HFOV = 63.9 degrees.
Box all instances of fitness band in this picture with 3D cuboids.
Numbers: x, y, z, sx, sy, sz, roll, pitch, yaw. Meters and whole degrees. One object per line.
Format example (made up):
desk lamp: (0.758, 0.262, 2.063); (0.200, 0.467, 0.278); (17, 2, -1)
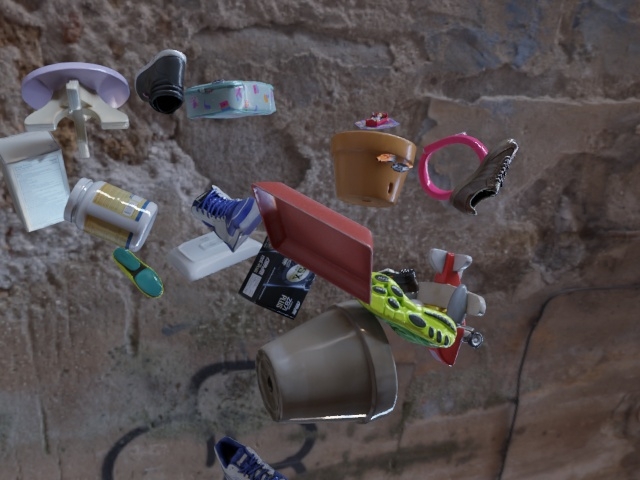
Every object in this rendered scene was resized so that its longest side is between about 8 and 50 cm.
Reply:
fitness band: (0.453, -0.250, 1.766); (0.291, 0.054, 0.209); (-15, -86, 52)

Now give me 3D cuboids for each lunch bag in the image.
lunch bag: (-0.296, -0.453, 1.662); (0.279, 0.224, 0.107); (-24, 114, -60)

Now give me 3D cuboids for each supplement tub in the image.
supplement tub: (-0.549, -0.069, 1.353); (0.144, 0.200, 0.144); (-60, -166, 25)

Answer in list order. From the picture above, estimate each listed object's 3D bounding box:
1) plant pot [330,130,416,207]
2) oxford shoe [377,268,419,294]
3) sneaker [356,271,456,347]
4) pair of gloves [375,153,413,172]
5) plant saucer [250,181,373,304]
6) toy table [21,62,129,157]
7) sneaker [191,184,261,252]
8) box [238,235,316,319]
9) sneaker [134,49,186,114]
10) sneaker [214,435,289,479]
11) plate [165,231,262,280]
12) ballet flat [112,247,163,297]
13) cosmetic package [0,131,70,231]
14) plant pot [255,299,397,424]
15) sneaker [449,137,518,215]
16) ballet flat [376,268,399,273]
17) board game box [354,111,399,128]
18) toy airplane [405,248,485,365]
plant pot: (0.165, -0.229, 1.732); (0.291, 0.291, 0.203); (170, -71, -74)
oxford shoe: (0.238, 0.157, 1.748); (0.227, 0.083, 0.096); (-6, -68, 53)
sneaker: (0.194, 0.190, 1.295); (0.109, 0.295, 0.123); (-56, 180, -33)
pair of gloves: (0.188, -0.199, 1.315); (0.083, 0.074, 0.010); (38, -51, 27)
plant saucer: (0.000, 0.000, 1.003); (0.259, 0.047, 0.258); (30, -22, 19)
toy table: (-0.666, -0.370, 1.414); (0.252, 0.274, 0.160); (95, -22, -58)
sneaker: (-0.267, -0.068, 1.401); (0.127, 0.182, 0.315); (-51, -174, -17)
box: (-0.097, 0.088, 1.291); (0.077, 0.147, 0.180); (20, -99, 46)
sneaker: (-0.484, -0.432, 1.517); (0.296, 0.105, 0.146); (-14, -109, 53)
sneaker: (-0.176, 0.600, 1.305); (0.296, 0.112, 0.131); (6, -50, 46)
plate: (-0.363, 0.028, 1.739); (0.278, 0.277, 0.045); (25, -47, 53)
ballet flat: (-0.619, 0.115, 1.751); (0.231, 0.077, 0.077); (44, -30, 8)
cosmetic package: (-0.884, -0.182, 1.601); (0.113, 0.160, 0.309); (49, -36, 23)
plant pot: (-0.005, 0.339, 1.323); (0.323, 0.280, 0.323); (37, -48, 56)
sneaker: (0.359, -0.127, 1.076); (0.188, 0.066, 0.071); (-47, -131, 5)
ballet flat: (0.315, 0.188, 2.332); (0.348, 0.123, 0.123); (-145, -126, -73)
board game box: (0.193, -0.421, 1.782); (0.168, 0.133, 0.033); (-114, -163, -65)
toy airplane: (0.421, 0.217, 1.861); (0.386, 0.272, 0.384); (103, -28, -46)
